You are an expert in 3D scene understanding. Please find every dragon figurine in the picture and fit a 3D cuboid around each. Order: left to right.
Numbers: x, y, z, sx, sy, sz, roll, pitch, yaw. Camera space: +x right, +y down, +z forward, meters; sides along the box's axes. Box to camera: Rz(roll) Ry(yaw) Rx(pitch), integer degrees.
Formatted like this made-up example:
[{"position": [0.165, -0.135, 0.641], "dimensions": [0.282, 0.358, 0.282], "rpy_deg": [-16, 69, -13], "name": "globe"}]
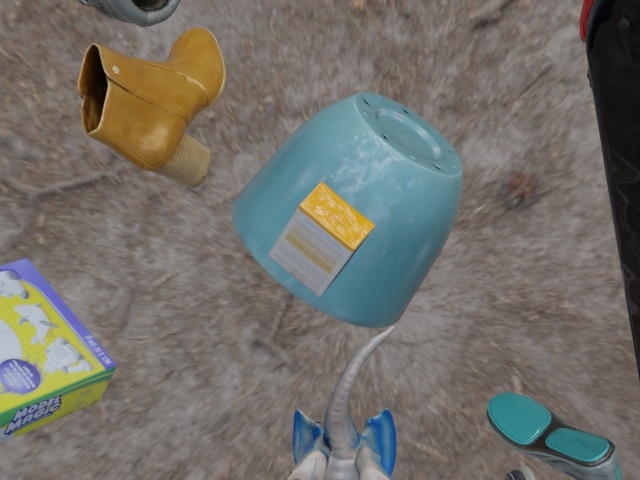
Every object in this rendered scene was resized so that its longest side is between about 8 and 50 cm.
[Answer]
[{"position": [0.019, 0.184, 1.069], "dimensions": [0.085, 0.144, 0.289], "rpy_deg": [-1, 109, 2], "name": "dragon figurine"}]

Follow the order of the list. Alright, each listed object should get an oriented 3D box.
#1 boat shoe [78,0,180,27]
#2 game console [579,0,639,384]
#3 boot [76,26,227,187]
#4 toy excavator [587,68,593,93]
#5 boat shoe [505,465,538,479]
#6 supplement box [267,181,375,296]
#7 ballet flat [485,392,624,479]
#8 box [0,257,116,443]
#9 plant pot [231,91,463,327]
[{"position": [-0.091, -0.264, 0.710], "dimensions": [0.091, 0.109, 0.305], "rpy_deg": [34, 123, 34], "name": "boat shoe"}, {"position": [0.276, 0.047, 0.569], "dimensions": [0.342, 0.386, 0.060], "rpy_deg": [21, 52, 41], "name": "game console"}, {"position": [-0.239, -0.229, 1.879], "dimensions": [0.104, 0.211, 0.295], "rpy_deg": [-26, 49, 32], "name": "boot"}, {"position": [0.440, -0.027, 1.303], "dimensions": [0.433, 0.222, 0.445], "rpy_deg": [-41, 110, -14], "name": "toy excavator"}, {"position": [0.251, 0.442, 1.799], "dimensions": [0.092, 0.103, 0.285], "rpy_deg": [-1, 105, -5], "name": "boat shoe"}, {"position": [0.000, 0.000, 1.176], "dimensions": [0.062, 0.098, 0.036], "rpy_deg": [39, 57, 2], "name": "supplement box"}, {"position": [0.285, 0.253, 1.652], "dimensions": [0.072, 0.213, 0.068], "rpy_deg": [-39, 122, -20], "name": "ballet flat"}, {"position": [-0.225, 0.078, 0.810], "dimensions": [0.105, 0.179, 0.043], "rpy_deg": [46, 131, 20], "name": "box"}, {"position": [0.061, -0.062, 1.879], "dimensions": [0.293, 0.293, 0.235], "rpy_deg": [38, 114, 3], "name": "plant pot"}]
